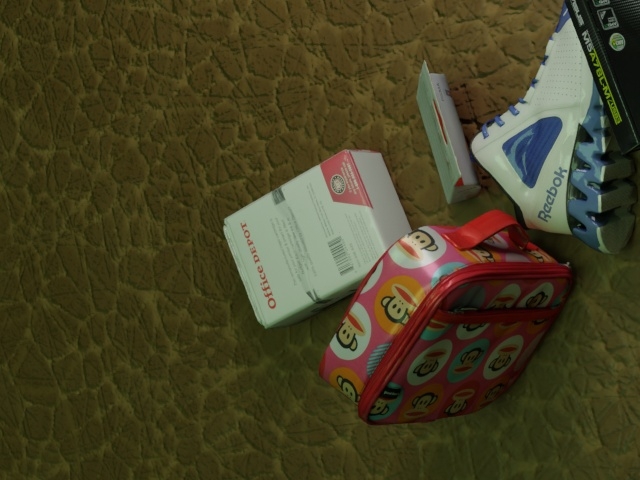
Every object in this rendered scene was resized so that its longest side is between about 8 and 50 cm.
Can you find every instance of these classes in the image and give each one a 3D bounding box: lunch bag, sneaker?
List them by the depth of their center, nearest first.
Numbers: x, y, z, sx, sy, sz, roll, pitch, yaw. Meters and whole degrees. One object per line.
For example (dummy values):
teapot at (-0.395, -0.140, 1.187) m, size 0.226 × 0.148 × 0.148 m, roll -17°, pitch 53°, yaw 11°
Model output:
lunch bag at (0.154, 0.079, 1.761) m, size 0.120 × 0.293 × 0.258 m, roll 44°, pitch 115°, yaw 30°
sneaker at (0.259, -0.145, 1.776) m, size 0.182 × 0.127 × 0.315 m, roll 4°, pitch 96°, yaw 32°

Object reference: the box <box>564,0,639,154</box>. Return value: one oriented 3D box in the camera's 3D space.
box at (0.377, -0.201, 1.664) m, size 0.045 × 0.190 × 0.184 m, roll 133°, pitch 121°, yaw -65°

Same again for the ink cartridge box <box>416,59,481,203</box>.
ink cartridge box at (0.154, -0.130, 1.826) m, size 0.045 × 0.179 × 0.145 m, roll -16°, pitch 82°, yaw -4°

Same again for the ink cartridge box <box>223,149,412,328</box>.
ink cartridge box at (0.000, 0.000, 1.982) m, size 0.218 × 0.092 × 0.158 m, roll -28°, pitch 77°, yaw 30°
